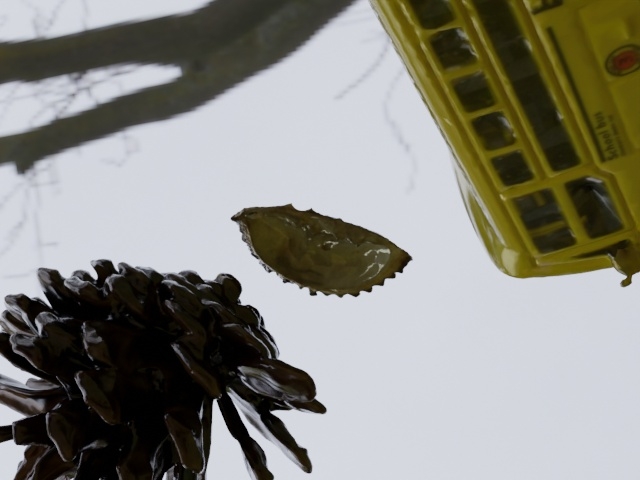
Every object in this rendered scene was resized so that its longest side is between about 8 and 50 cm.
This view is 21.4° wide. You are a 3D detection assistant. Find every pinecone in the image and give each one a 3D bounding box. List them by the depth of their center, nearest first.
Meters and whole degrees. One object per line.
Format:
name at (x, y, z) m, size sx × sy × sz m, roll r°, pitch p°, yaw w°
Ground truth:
pinecone at (-0.122, 0.111, 1.112) m, size 0.201 × 0.229 × 0.202 m, roll -43°, pitch -37°, yaw -37°

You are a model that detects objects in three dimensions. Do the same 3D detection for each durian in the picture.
durian at (-0.002, 0.009, 1.178) m, size 0.130 × 0.066 × 0.052 m, roll 13°, pitch -102°, yaw -5°

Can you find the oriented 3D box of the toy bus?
toy bus at (0.100, -0.092, 0.665) m, size 0.330 × 0.152 × 0.144 m, roll 56°, pitch -165°, yaw -48°
